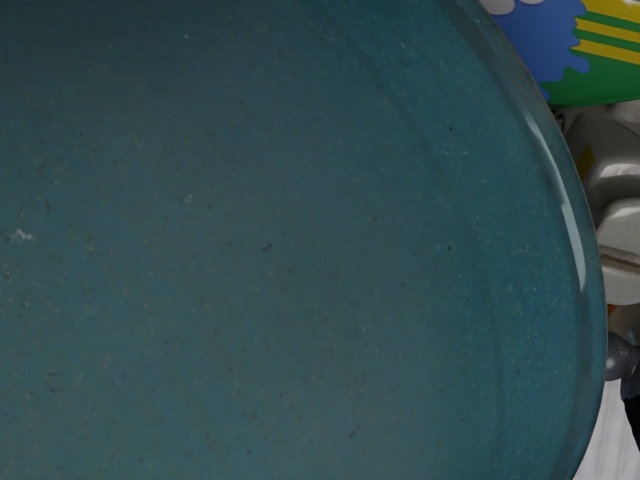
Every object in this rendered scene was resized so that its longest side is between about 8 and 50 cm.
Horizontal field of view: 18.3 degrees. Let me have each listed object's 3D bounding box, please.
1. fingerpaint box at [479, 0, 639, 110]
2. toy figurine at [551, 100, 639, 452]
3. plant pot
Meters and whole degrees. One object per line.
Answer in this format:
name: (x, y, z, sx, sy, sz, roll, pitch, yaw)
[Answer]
fingerpaint box: (0.063, -0.248, 0.543, 0.371, 0.163, 0.445, -4, 134, 41)
toy figurine: (0.195, -0.014, 0.844, 0.209, 0.148, 0.213, -25, 125, 11)
plant pot: (-0.095, 0.045, 0.606, 0.255, 0.272, 0.271, -32, 133, -41)
